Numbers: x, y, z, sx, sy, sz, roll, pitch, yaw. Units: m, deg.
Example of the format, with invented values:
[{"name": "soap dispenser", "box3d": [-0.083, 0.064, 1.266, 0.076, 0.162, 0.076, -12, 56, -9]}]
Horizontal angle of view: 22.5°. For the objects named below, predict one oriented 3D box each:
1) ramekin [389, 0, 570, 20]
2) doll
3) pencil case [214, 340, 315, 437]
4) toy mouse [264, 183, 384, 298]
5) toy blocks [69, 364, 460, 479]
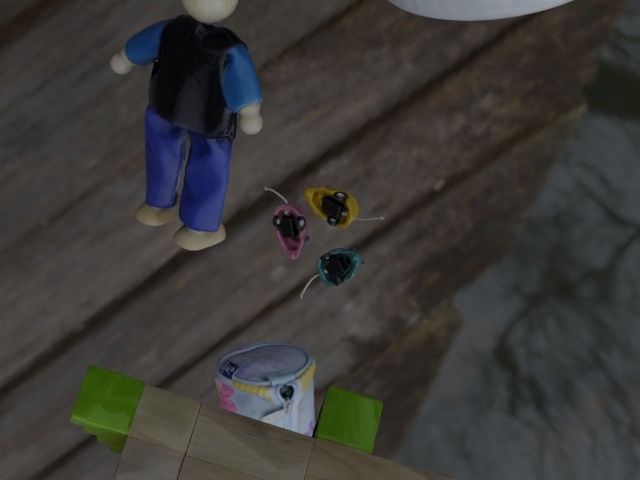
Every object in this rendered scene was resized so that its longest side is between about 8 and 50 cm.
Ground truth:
[{"name": "ramekin", "box3d": [0.165, -0.317, 1.527, 0.277, 0.277, 0.135, -25, 123, -22]}, {"name": "doll", "box3d": [-0.086, -0.091, 1.046, 0.046, 0.129, 0.189, -28, 139, -45]}, {"name": "pencil case", "box3d": [-0.054, 0.254, 1.891, 0.113, 0.124, 0.273, -19, 119, -34]}, {"name": "toy mouse", "box3d": [0.000, 0.000, 1.752, 0.031, 0.161, 0.143, -29, 138, -48]}, {"name": "toy blocks", "box3d": [-0.041, 0.255, 1.382, 0.261, 0.382, 0.190, 114, -7, -60]}]
